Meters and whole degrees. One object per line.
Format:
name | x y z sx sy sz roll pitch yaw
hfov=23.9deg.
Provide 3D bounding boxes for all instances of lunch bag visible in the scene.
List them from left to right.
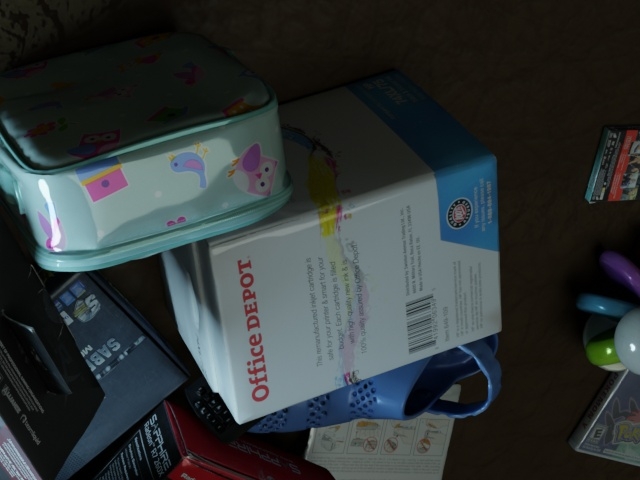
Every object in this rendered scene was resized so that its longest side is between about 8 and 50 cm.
lunch bag | -0.161 -0.076 1.207 0.224 0.279 0.108 -20 115 -15

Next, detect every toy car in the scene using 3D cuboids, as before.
toy car | 0.359 0.063 1.655 0.182 0.159 0.136 -29 93 -8

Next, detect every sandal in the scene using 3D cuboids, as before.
sandal | 0.056 0.133 1.531 0.317 0.138 0.126 -13 123 -17

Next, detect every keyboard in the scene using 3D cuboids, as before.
keyboard | -0.050 0.104 1.464 0.192 0.100 0.038 -37 160 -23

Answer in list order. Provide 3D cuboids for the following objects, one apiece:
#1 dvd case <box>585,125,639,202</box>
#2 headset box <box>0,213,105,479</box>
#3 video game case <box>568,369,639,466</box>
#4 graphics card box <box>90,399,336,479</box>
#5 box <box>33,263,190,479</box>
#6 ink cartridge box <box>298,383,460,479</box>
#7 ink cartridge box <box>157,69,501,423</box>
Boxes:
dvd case | 0.346 -0.083 1.624 0.119 0.013 0.087 -4 120 -24
headset box | -0.328 0.083 1.212 0.110 0.293 0.218 -63 143 -40
video game case | 0.419 0.194 1.826 0.201 0.023 0.183 17 110 -34
graphics card box | -0.174 0.345 1.541 0.233 0.094 0.371 28 112 -37
box | -0.265 0.137 1.418 0.232 0.059 0.183 -39 130 -1
ink cartridge box | 0.047 0.262 1.675 0.189 0.066 0.232 6 95 -29
ink cartridge box | 0.000 0.000 1.380 0.270 0.197 0.198 -18 126 -17
